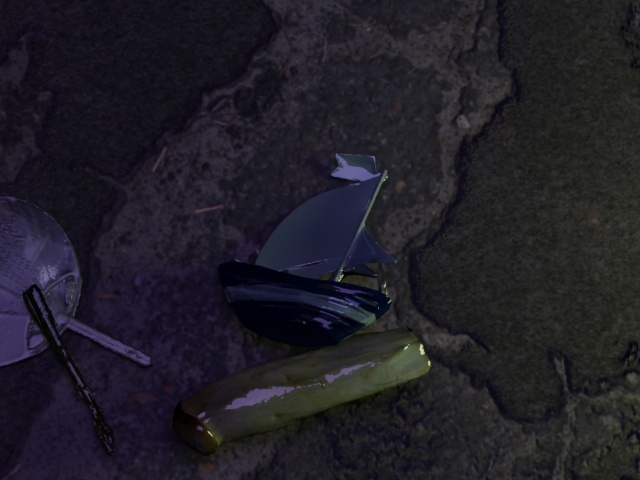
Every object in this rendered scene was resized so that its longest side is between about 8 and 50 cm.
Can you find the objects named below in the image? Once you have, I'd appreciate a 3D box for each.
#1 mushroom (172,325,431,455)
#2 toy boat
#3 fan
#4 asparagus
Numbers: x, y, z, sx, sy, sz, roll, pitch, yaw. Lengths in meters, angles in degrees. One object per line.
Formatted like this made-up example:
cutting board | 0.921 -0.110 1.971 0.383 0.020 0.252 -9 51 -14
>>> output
mushroom | -0.027 0.172 1.912 0.312 0.100 0.081 -18 111 -14
toy boat | 0.020 0.017 1.980 0.210 0.070 0.291 33 62 29
fan | -0.374 0.088 1.948 0.223 0.012 0.294 -32 76 -18
asparagus | -0.295 0.154 1.916 0.023 0.022 0.233 -16 69 -41
